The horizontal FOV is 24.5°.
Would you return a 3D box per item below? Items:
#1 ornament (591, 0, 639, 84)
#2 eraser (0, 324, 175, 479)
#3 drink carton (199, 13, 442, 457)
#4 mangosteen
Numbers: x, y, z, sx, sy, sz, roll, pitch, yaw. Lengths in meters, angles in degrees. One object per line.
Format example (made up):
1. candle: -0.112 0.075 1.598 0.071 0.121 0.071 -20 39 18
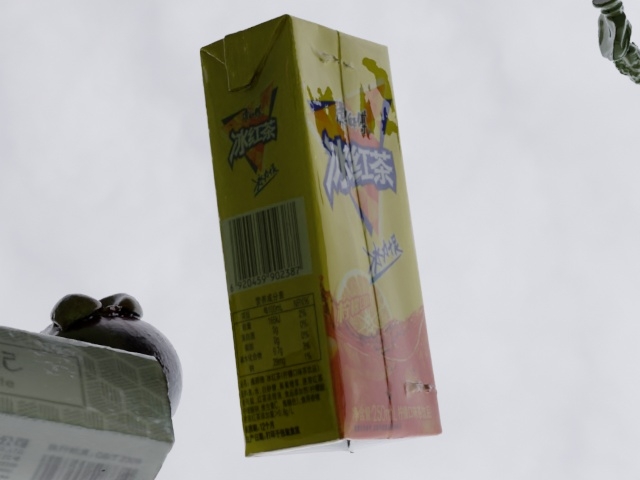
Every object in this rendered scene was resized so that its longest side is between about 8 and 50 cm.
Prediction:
1. ornament: 0.279 -0.192 1.385 0.041 0.092 0.068 -22 -121 14
2. eraser: -0.308 0.108 1.039 0.098 0.404 0.096 -58 -149 31
3. drink carton: 0.000 0.000 1.246 0.111 0.154 0.351 -16 -104 35
4. mangosteen: -0.195 0.114 1.277 0.152 0.152 0.152 -9 -114 21
